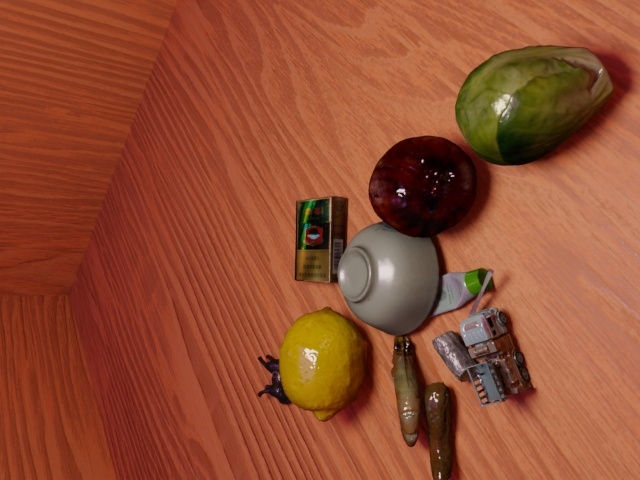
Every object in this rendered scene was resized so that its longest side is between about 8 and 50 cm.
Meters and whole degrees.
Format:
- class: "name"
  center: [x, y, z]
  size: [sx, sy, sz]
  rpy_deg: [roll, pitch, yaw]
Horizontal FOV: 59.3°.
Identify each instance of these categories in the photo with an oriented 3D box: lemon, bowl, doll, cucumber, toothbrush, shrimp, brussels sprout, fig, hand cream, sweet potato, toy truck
- class: "lemon"
  center: [0.006, 0.314, 1.442]
  size: [0.233, 0.233, 0.289]
  rpy_deg: [-14, 73, 48]
- class: "bowl"
  center: [0.134, 0.081, 1.350]
  size: [0.289, 0.146, 0.290]
  rpy_deg: [-13, 74, 55]
- class: "doll"
  center: [-0.125, 0.427, 1.718]
  size: [0.165, 0.057, 0.139]
  rpy_deg: [-2, 83, 40]
- class: "cucumber"
  center: [0.296, 0.255, 1.238]
  size: [0.064, 0.064, 0.112]
  rpy_deg: [-52, 54, 33]
- class: "toothbrush"
  center: [0.332, 0.140, 1.198]
  size: [0.017, 0.014, 0.195]
  rpy_deg: [22, 126, 19]
- class: "shrimp"
  center: [0.201, 0.344, 1.318]
  size: [0.061, 0.145, 0.267]
  rpy_deg: [-9, 59, 4]
- class: "brussels sprout"
  center: [0.393, -0.260, 1.062]
  size: [0.271, 0.219, 0.210]
  rpy_deg: [-25, 57, 24]
- class: "fig"
  center: [0.218, -0.115, 1.254]
  size: [0.263, 0.223, 0.224]
  rpy_deg: [6, 92, 51]
- class: "hand cream"
  center: [0.273, 0.126, 1.297]
  size: [0.275, 0.050, 0.079]
  rpy_deg: [-31, 37, 48]
- class: "sweet potato"
  center: [0.264, 0.431, 1.248]
  size: [0.062, 0.081, 0.233]
  rpy_deg: [-5, 80, 21]
- class: "toy truck"
  center: [0.341, 0.231, 1.134]
  size: [0.080, 0.115, 0.178]
  rpy_deg: [-32, 72, 43]

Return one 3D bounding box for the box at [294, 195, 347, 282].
- class: "box"
  center: [0.000, 0.000, 1.597]
  size: [0.159, 0.071, 0.240]
  rpy_deg: [-4, 84, 51]
